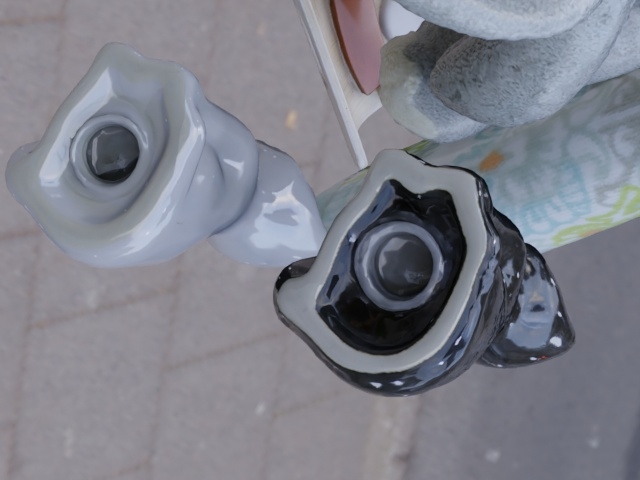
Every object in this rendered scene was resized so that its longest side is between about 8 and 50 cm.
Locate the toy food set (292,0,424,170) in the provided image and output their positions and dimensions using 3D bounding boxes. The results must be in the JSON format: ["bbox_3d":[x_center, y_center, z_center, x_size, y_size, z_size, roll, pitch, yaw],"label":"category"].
[{"bbox_3d":[0.110,-0.220,1.310,0.306,0.092,0.220,-36,131,-15],"label":"toy food set"}]

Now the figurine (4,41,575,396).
[{"bbox_3d":[0.000,0.000,0.776,0.092,0.215,0.209,-68,159,0],"label":"figurine"}]

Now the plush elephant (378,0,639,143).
[{"bbox_3d":[0.090,-0.198,0.744,0.255,0.330,0.272,28,83,-32],"label":"plush elephant"}]

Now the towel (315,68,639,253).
[{"bbox_3d":[0.198,-0.083,1.066,0.374,0.320,0.090,-30,94,-47],"label":"towel"}]
